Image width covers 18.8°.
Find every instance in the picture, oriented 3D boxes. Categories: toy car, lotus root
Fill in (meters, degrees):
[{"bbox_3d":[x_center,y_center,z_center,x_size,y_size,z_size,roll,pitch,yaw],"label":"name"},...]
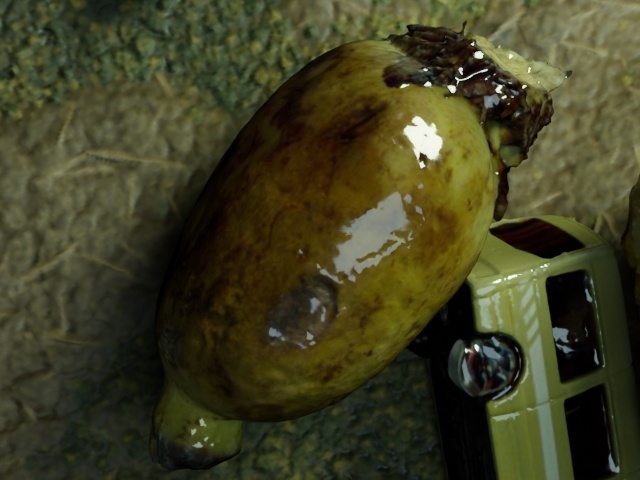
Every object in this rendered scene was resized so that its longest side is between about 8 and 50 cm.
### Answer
[{"bbox_3d":[0.128,0.116,1.158,0.124,0.101,0.257,-16,110,-16],"label":"toy car"},{"bbox_3d":[0.000,0.000,1.048,0.141,0.169,0.314,38,96,-9],"label":"lotus root"}]

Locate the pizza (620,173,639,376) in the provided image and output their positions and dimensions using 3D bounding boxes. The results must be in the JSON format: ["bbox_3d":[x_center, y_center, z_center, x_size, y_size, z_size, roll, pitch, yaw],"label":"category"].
[{"bbox_3d":[0.222,0.046,1.115,0.089,0.223,0.323,-4,110,14],"label":"pizza"}]
